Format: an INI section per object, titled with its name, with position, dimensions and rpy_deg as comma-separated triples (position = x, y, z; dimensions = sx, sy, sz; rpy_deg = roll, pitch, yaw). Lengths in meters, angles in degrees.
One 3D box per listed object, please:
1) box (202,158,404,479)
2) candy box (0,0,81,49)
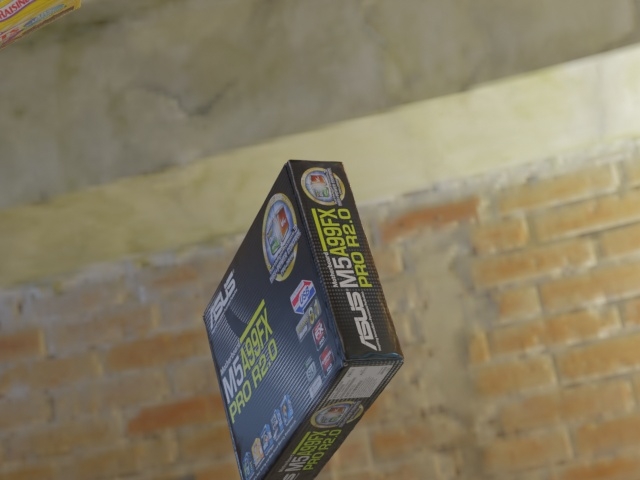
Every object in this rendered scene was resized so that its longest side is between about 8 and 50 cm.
[box]
position = -0.025, 0.089, 1.444
dimensions = 0.060, 0.216, 0.270
rpy_deg = -1, -34, -25
[candy box]
position = -0.330, -0.203, 1.525
dimensions = 0.206, 0.027, 0.105
rpy_deg = -31, 0, -11
